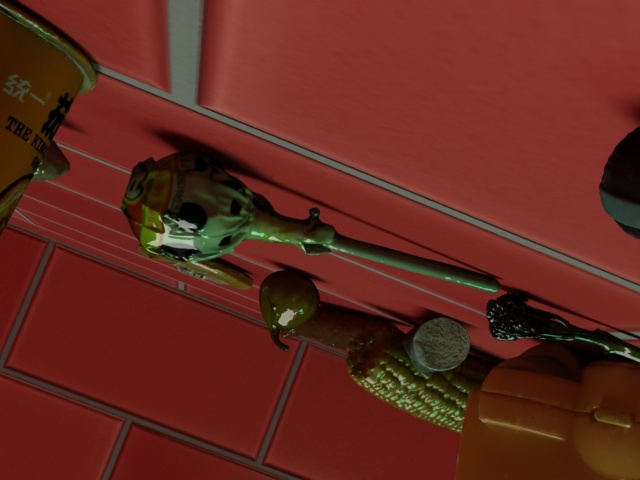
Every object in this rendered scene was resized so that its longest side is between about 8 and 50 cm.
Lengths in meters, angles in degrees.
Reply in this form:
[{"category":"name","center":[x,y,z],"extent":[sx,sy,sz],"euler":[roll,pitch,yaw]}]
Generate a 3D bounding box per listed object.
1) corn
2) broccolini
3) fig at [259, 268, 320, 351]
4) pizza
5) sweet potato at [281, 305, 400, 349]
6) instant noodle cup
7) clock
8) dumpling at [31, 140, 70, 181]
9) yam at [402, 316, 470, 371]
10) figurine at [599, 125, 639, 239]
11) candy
[{"category":"corn","center":[0.190,0.212,1.445],"extent":[0.363,0.120,0.120],"euler":[23,172,-29]},{"category":"broccolini","center":[0.242,0.087,0.842],"extent":[0.218,0.044,0.042],"euler":[16,157,-1]},{"category":"fig","center":[-0.047,0.086,1.321],"extent":[0.084,0.098,0.082],"euler":[30,178,23]},{"category":"pizza","center":[-0.232,0.030,1.647],"extent":[0.181,0.034,0.262],"euler":[25,171,-32]},{"category":"sweet potato","center":[0.044,0.143,1.587],"extent":[0.072,0.066,0.314],"euler":[18,173,-37]},{"category":"instant noodle cup","center":[-0.264,-0.065,0.602],"extent":[0.215,0.172,0.216],"euler":[19,171,3]},{"category":"clock","center":[0.317,0.213,0.981],"extent":[0.244,0.200,0.317],"euler":[23,164,-31]},{"category":"dumpling","center":[-0.357,-0.085,0.771],"extent":[0.166,0.086,0.332],"euler":[46,-157,21]},{"category":"yam","center":[0.138,0.131,1.259],"extent":[0.068,0.068,0.169],"euler":[21,171,1]},{"category":"figurine","center":[0.151,-0.008,0.370],"extent":[0.106,0.047,0.060],"euler":[21,-171,-27]},{"category":"candy","center":[0.000,0.000,0.779],"extent":[0.305,0.083,0.091],"euler":[15,178,-10]}]
